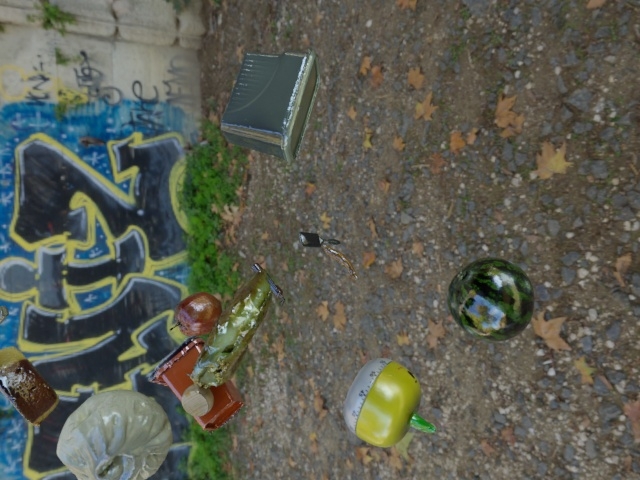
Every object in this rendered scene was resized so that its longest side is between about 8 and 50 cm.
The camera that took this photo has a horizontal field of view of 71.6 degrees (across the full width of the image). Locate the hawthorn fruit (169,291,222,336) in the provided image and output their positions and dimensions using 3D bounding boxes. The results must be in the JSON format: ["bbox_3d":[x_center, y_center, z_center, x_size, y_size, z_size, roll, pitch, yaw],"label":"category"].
[{"bbox_3d":[-0.447,0.270,1.569,0.157,0.193,0.157,29,130,41],"label":"hawthorn fruit"}]

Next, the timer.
[{"bbox_3d":[0.235,0.530,1.392,0.285,0.285,0.286,178,90,-65],"label":"timer"}]

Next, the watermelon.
[{"bbox_3d":[0.529,0.187,1.392,0.269,0.268,0.269,178,90,-65],"label":"watermelon"}]

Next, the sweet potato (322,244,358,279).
[{"bbox_3d":[0.077,0.071,1.577,0.179,0.044,0.044,42,137,16],"label":"sweet potato"}]

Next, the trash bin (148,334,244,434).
[{"bbox_3d":[-0.348,0.418,1.265,0.239,0.184,0.161,47,170,24],"label":"trash bin"}]

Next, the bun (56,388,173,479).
[{"bbox_3d":[-0.682,0.684,1.491,0.211,0.359,0.360,-154,64,-65],"label":"bun"}]

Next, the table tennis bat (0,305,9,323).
[{"bbox_3d":[-0.946,0.277,1.242,0.274,0.021,0.154,-43,66,19],"label":"table tennis bat"}]

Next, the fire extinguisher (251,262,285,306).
[{"bbox_3d":[-0.164,0.136,1.447,0.173,0.035,0.049,46,130,20],"label":"fire extinguisher"}]

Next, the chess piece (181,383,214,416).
[{"bbox_3d":[-0.317,0.412,1.146,0.038,0.083,0.084,-50,-32,-69],"label":"chess piece"}]

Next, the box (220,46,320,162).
[{"bbox_3d":[-0.117,-0.343,1.083,0.138,0.178,0.274,79,-155,-73],"label":"box"}]

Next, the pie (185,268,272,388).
[{"bbox_3d":[-0.214,0.228,1.127,0.355,0.102,0.288,-61,0,-41],"label":"pie"}]

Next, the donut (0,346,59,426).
[{"bbox_3d":[-0.613,0.292,0.908,0.184,0.073,0.166,33,142,22],"label":"donut"}]

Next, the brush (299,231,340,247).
[{"bbox_3d":[0.000,0.000,1.745,0.016,0.193,0.063,-35,58,46],"label":"brush"}]
